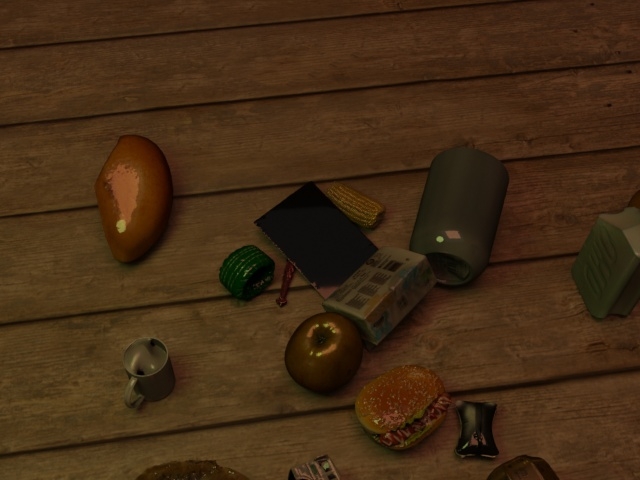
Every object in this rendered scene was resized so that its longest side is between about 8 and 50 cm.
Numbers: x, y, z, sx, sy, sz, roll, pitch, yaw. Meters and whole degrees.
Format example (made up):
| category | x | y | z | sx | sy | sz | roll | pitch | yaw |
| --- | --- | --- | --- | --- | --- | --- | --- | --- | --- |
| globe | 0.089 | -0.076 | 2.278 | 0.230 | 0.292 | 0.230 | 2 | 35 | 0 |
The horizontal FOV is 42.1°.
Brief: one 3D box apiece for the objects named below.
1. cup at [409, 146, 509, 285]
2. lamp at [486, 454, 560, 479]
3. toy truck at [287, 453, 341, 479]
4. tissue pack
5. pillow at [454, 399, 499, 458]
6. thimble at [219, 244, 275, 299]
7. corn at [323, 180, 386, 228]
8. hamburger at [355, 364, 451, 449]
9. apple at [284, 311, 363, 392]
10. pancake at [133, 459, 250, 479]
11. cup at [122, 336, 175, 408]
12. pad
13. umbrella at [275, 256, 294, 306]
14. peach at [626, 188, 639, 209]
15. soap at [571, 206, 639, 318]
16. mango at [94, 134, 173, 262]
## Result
| category | x | y | z | sx | sy | sz | roll | pitch | yaw |
| --- | --- | --- | --- | --- | --- | --- | --- | --- | --- |
| cup | 0.340 | -0.056 | 2.065 | 0.205 | 0.205 | 0.312 | 15 | 56 | 10 |
| lamp | 0.423 | 0.537 | 1.672 | 0.161 | 0.161 | 0.185 | -20 | 53 | -14 |
| toy truck | 0.026 | 0.561 | 1.684 | 0.125 | 0.101 | 0.242 | -19 | 59 | -19 |
| tissue pack | 0.151 | 0.143 | 1.978 | 0.229 | 0.145 | 0.159 | -42 | 33 | -25 |
| pillow | 0.342 | 0.413 | 1.821 | 0.091 | 0.055 | 0.135 | -17 | 46 | 26 |
| thimble | -0.177 | 0.076 | 2.022 | 0.090 | 0.118 | 0.130 | 37 | 35 | 28 |
| corn | 0.088 | -0.094 | 2.176 | 0.165 | 0.063 | 0.085 | 33 | 85 | 22 |
| hamburger | 0.181 | 0.362 | 1.818 | 0.210 | 0.116 | 0.173 | -30 | 57 | -20 |
| apple | 0.009 | 0.248 | 1.868 | 0.182 | 0.155 | 0.182 | -1 | 61 | 2 |
| pancake | -0.253 | 0.591 | 1.650 | 0.356 | 0.065 | 0.356 | 8 | 51 | -10 |
| cup | -0.395 | 0.297 | 1.847 | 0.136 | 0.133 | 0.099 | -32 | 62 | -21 |
| pad | 0.000 | 0.000 | 2.110 | 0.202 | 0.005 | 0.300 | -38 | 71 | -21 |
| umbrella | -0.083 | 0.092 | 2.066 | 0.027 | 0.025 | 0.165 | 23 | 54 | -17 |
| peach | 0.892 | -0.035 | 2.093 | 0.251 | 0.153 | 0.251 | -1 | 47 | 1 |
| soap | 0.694 | 0.047 | 1.943 | 0.095 | 0.289 | 0.172 | -9 | 55 | -9 |
| mango | -0.482 | -0.108 | 2.112 | 0.199 | 0.201 | 0.350 | -17 | 60 | 20 |
